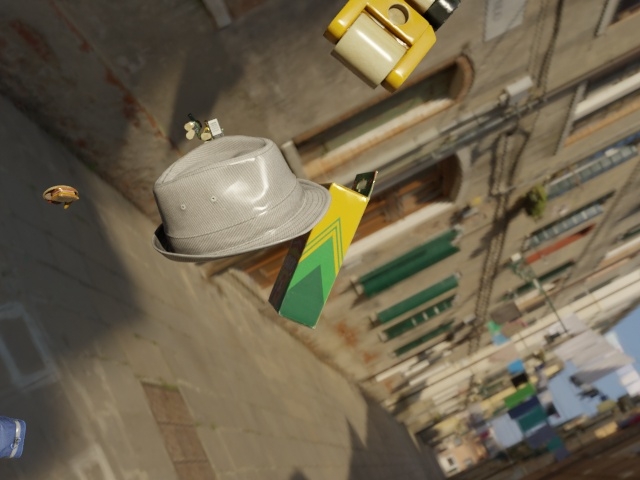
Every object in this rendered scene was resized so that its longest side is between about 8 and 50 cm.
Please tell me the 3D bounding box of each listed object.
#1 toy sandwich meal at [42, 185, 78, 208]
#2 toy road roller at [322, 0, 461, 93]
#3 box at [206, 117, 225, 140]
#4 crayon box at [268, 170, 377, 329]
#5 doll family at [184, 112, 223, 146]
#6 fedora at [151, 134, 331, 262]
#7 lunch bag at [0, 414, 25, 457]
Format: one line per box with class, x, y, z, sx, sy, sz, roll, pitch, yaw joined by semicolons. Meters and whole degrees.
toy sandwich meal;-0.589;-0.098;1.846;0.085;0.086;0.029;61;15;-68
toy road roller;0.148;-0.485;1.885;0.202;0.329;0.240;39;-19;-6
box;-0.197;-0.170;1.734;0.162;0.029;0.116;77;-9;-62
crayon box;0.000;0.000;1.583;0.081;0.318;0.202;23;-2;-9
doll family;-0.258;-0.212;1.919;0.111;0.076;0.193;-87;165;-76
fedora;-0.133;-0.075;1.183;0.243;0.276;0.124;-60;136;-55
lunch bag;-0.532;0.323;1.339;0.065;0.098;0.067;19;77;-57
